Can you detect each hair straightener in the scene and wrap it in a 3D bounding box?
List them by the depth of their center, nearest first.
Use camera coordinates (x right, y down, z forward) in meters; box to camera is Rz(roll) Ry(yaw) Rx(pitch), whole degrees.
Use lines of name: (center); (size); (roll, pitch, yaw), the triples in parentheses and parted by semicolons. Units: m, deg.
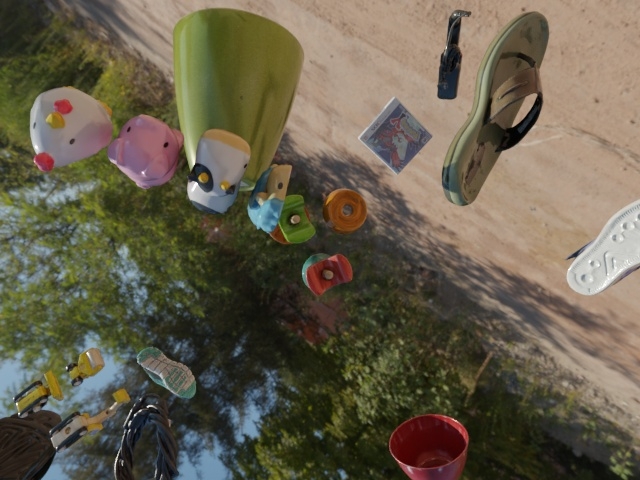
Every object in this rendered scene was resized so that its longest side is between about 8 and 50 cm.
hair straightener: (0.237, -0.312, 0.743); (0.047, 0.089, 0.230); (8, 171, 10)

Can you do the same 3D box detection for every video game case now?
video game case: (0.262, -0.360, 1.456); (0.201, 0.183, 0.023); (38, -168, -22)

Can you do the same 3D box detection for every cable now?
cable: (-0.291, 0.364, 0.706); (0.150, 0.184, 0.047); (39, -163, 34)

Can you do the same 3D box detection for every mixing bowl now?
mixing bowl: (0.262, 0.505, 0.978); (0.181, 0.181, 0.098); (-162, 54, -71)

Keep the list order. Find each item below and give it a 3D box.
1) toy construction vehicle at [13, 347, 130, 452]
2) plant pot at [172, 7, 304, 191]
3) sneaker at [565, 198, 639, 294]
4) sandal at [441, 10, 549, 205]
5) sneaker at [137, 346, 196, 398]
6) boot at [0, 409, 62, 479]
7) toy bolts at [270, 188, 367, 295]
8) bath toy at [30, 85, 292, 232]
toy construction vehicle: (-0.262, 0.171, 0.448); (0.086, 0.098, 0.035); (45, 169, 26)
plant pot: (-0.180, -0.261, 0.876); (0.275, 0.293, 0.275); (3, 173, 0)
sneaker: (0.744, -0.006, 0.994); (0.236, 0.323, 0.130); (-15, -123, -43)
sandal: (0.280, -0.187, 0.626); (0.120, 0.303, 0.086); (23, 179, -41)
sneaker: (-0.360, 0.321, 0.995); (0.166, 0.065, 0.076); (33, 138, 18)
boot: (-0.532, 0.467, 0.638); (0.131, 0.260, 0.348); (13, -151, 10)
toy bolts: (0.000, 0.000, 0.964); (0.158, 0.218, 0.228); (175, 77, -75)
bath toy: (-0.219, -0.108, 0.575); (0.348, 0.129, 0.151); (18, 136, -12)
